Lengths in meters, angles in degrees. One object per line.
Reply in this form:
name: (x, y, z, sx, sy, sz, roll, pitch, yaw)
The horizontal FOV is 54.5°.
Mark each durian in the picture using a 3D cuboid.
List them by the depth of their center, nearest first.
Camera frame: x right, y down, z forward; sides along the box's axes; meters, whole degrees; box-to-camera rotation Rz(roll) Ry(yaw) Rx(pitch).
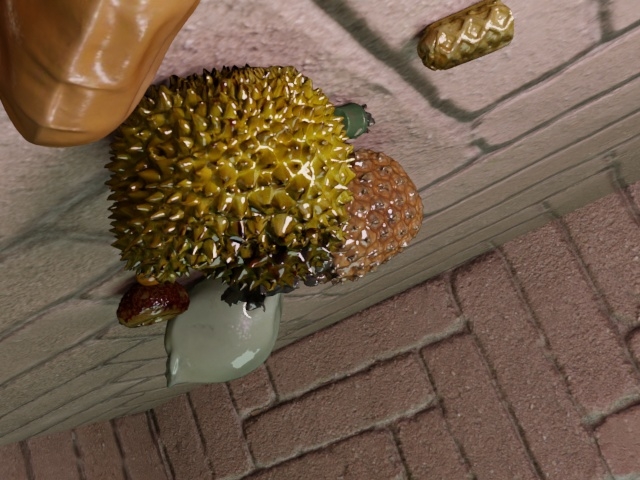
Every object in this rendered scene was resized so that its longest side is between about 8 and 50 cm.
durian: (-0.102, -0.056, 0.681, 0.292, 0.258, 0.258, -12, 167, 12)

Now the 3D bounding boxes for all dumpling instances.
dumpling: (-0.209, 0.161, 1.361, 0.320, 0.270, 0.212, -10, 143, -1)

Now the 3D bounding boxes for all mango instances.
mango: (-0.302, 0.057, 1.146, 0.060, 0.046, 0.089, -25, 178, 18)

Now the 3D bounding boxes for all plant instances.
plant: (0.047, -0.165, 0.854, 0.051, 0.051, 0.102, -32, 175, 34)

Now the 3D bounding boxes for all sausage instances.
sausage: (-0.154, -0.165, 0.422, 0.120, 0.136, 0.241, 0, 150, -39)

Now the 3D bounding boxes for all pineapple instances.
pineapple: (0.000, 0.000, 0.921, 0.202, 0.202, 0.362, -37, -179, 44)

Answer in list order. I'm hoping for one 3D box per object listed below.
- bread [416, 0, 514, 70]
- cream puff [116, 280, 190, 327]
bread: (0.168, -0.240, 0.737, 0.110, 0.060, 0.066, -23, -164, 6)
cream puff: (-0.337, 0.120, 1.237, 0.148, 0.085, 0.149, -16, 167, -4)
